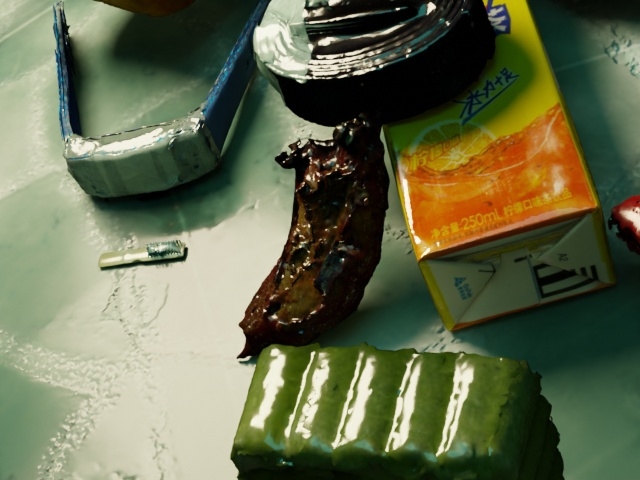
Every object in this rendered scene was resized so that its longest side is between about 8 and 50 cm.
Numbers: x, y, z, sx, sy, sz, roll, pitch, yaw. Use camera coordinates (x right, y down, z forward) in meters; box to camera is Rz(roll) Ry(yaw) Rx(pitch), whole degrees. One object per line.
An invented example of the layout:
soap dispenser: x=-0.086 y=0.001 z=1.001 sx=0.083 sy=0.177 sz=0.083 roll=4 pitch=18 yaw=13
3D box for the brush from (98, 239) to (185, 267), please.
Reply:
brush: x=-0.163 y=0.012 z=1.384 sx=0.083 sy=0.013 sz=0.016 roll=-8 pitch=53 yaw=15

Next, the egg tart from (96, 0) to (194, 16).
egg tart: x=-0.187 y=-0.313 z=1.473 sx=0.171 sy=0.215 sz=0.215 roll=34 pitch=69 yaw=23

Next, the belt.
belt: x=0.041 y=-0.173 z=1.276 sx=0.198 sy=0.078 sz=0.151 roll=-15 pitch=51 yaw=12

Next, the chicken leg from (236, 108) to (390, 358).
chicken leg: x=0.000 y=0.000 z=1.256 sx=0.105 sy=0.063 sz=0.234 roll=18 pitch=101 yaw=24

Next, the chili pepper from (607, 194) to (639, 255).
chili pepper: x=0.402 y=0.017 z=1.120 sx=0.387 sy=0.110 sz=0.110 roll=6 pitch=55 yaw=20

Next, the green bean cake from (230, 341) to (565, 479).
green bean cake: x=0.056 y=0.161 z=1.067 sx=0.214 sy=0.200 sz=0.113 roll=0 pitch=53 yaw=20

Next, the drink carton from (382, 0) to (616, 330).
drink carton: x=0.130 y=-0.105 z=1.309 sx=0.154 sy=0.111 sz=0.351 roll=-16 pitch=50 yaw=7

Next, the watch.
watch: x=-0.129 y=-0.169 z=1.490 sx=0.276 sy=0.068 sz=0.275 roll=-17 pitch=45 yaw=6
